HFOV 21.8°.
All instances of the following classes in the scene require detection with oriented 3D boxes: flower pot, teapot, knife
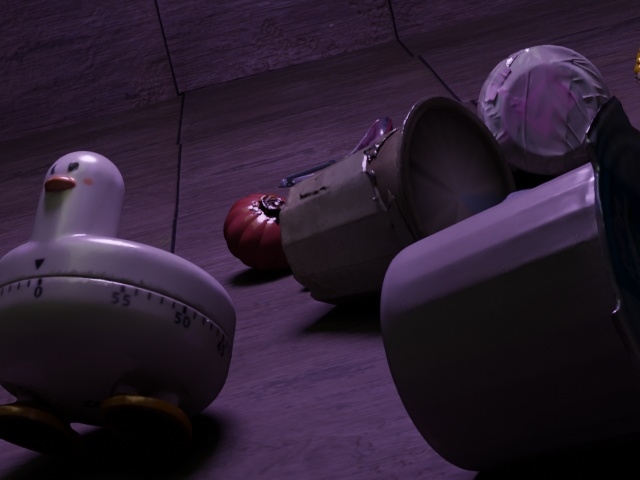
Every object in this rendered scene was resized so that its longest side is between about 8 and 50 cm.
[{"bbox_3d":[0.071,-0.028,1.734,0.202,0.212,0.212,-14,11,36],"label":"flower pot"},{"bbox_3d":[0.269,-0.141,2.149,0.163,0.221,0.178,24,2,-4],"label":"teapot"},{"bbox_3d":[0.042,-0.122,2.430,0.123,0.053,0.278,-12,12,28],"label":"knife"}]

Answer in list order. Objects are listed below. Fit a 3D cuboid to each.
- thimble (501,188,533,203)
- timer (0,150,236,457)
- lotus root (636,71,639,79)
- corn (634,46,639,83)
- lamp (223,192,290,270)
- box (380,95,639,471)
[{"bbox_3d":[0.226,0.024,1.437,0.118,0.151,0.127,-8,28,27],"label":"thimble"},{"bbox_3d":[-0.191,0.063,1.508,0.233,0.233,0.240,-8,59,26],"label":"timer"},{"bbox_3d":[0.542,-0.233,2.070,0.267,0.149,0.260,-39,4,36],"label":"lotus root"},{"bbox_3d":[0.546,-0.294,2.498,0.102,0.102,0.313,-8,15,26],"label":"corn"},{"bbox_3d":[-0.064,-0.010,2.002,0.107,0.092,0.107,8,38,-7],"label":"lamp"},{"bbox_3d":[0.184,0.063,1.238,0.206,0.262,0.291,-19,-28,28],"label":"box"}]
